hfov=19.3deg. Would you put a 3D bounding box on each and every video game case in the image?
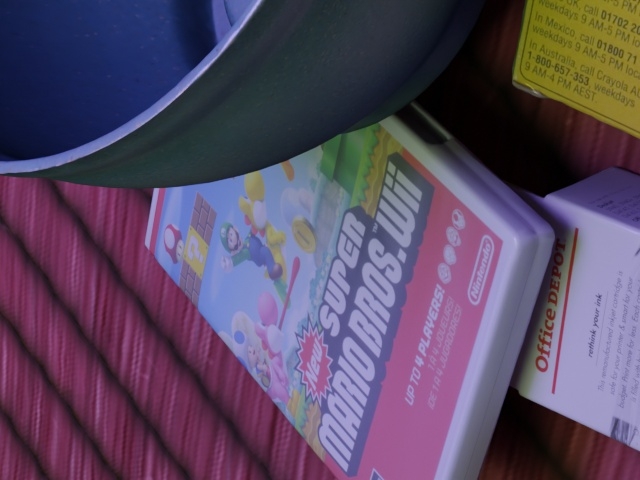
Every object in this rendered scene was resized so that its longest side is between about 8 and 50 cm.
[{"bbox_3d":[0.000,0.000,0.944,0.285,0.025,0.204,47,136,40],"label":"video game case"}]

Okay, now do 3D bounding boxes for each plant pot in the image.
[{"bbox_3d":[-0.043,-0.151,0.816,0.293,0.196,0.293,-10,73,36],"label":"plant pot"}]

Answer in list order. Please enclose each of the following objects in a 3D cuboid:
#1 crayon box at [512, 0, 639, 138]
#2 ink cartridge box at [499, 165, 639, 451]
[{"bbox_3d":[0.196,-0.167,0.671,0.202,0.081,0.319,29,130,27],"label":"crayon box"},{"bbox_3d":[0.152,0.035,0.838,0.180,0.060,0.104,25,122,35],"label":"ink cartridge box"}]
